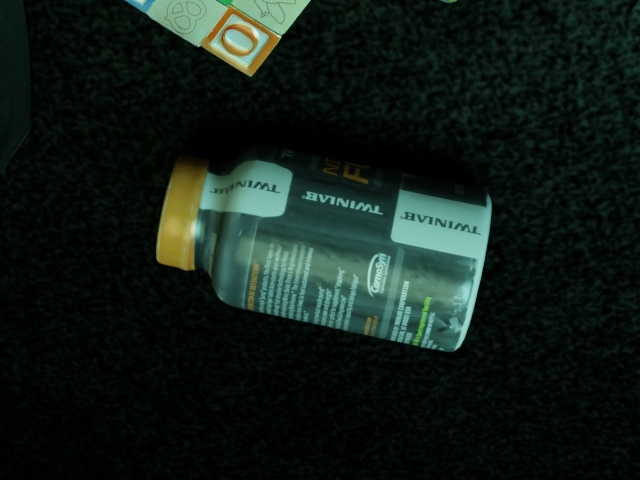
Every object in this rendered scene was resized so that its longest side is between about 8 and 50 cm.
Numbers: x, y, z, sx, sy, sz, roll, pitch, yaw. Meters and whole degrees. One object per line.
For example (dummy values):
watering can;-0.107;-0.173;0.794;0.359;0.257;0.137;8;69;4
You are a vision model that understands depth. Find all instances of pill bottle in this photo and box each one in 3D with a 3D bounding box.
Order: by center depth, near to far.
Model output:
pill bottle;0.000;0.000;1.276;0.245;0.130;0.130;12;130;0

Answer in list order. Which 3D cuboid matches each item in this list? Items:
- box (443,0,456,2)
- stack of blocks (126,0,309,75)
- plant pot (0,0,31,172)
box;0.058;-0.327;0.838;0.279;0.177;0.290;-42;81;12
stack of blocks;-0.034;-0.271;1.090;0.171;0.087;0.297;30;128;-14
plant pot;-0.311;-0.142;1.196;0.187;0.188;0.167;14;118;-1
